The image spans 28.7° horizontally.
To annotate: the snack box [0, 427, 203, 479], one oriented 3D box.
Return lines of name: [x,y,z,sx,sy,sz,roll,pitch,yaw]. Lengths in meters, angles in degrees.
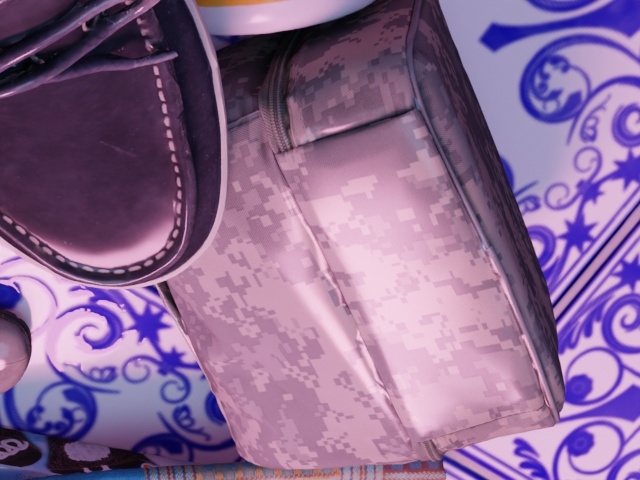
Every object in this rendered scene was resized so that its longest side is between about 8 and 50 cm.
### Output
snack box: [-0.184,0.259,1.006,0.321,0.060,0.187,14,110,-19]

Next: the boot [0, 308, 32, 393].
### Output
boot: [-0.320,0.124,0.855,0.246,0.161,0.083,-8,116,-10]

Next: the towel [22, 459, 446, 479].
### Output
towel: [-0.091,0.292,0.989,0.370,0.040,0.271,-2,115,-14]

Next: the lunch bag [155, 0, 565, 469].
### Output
lunch bag: [0.000,0.000,0.854,0.256,0.212,0.305,-19,115,14]

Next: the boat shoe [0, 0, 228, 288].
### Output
boat shoe: [-0.163,-0.120,0.550,0.186,0.156,0.500,-14,139,3]

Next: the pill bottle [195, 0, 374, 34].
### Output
pill bottle: [-0.047,-0.275,0.743,0.162,0.162,0.278,-11,116,-9]
